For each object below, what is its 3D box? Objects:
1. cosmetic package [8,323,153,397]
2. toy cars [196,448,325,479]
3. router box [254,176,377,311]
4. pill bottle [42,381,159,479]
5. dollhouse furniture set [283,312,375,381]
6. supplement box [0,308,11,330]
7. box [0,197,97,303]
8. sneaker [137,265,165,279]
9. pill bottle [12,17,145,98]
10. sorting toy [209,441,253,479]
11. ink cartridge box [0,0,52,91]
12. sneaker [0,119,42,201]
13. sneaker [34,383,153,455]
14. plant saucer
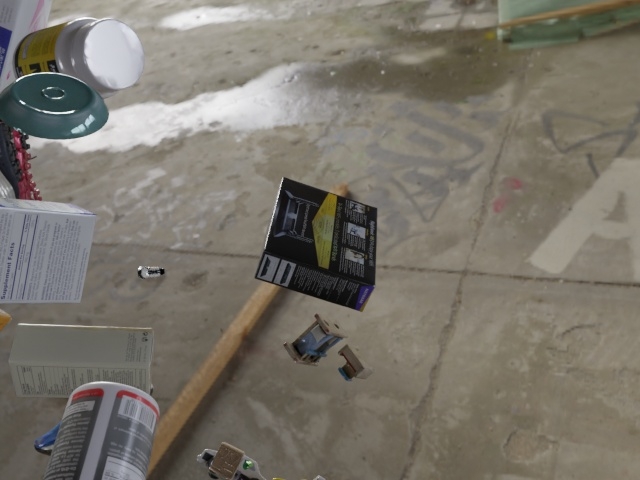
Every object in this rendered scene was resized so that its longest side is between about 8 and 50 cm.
[{"bbox_3d":[-0.557,0.290,1.630,0.309,0.160,0.113,5,46,-11],"label":"cosmetic package"},{"bbox_3d":[-0.098,0.510,1.445,0.393,0.176,0.087,6,53,40],"label":"toy cars"},{"bbox_3d":[0.000,0.000,1.527,0.242,0.081,0.309,18,35,-6],"label":"router box"},{"bbox_3d":[-0.370,0.393,1.128,0.161,0.161,0.283,-6,47,11],"label":"pill bottle"},{"bbox_3d":[0.021,0.307,1.801,0.129,0.129,0.184,-44,62,11],"label":"dollhouse furniture set"},{"bbox_3d":[-0.485,0.103,0.900,0.080,0.233,0.078,35,75,0],"label":"supplement box"},{"bbox_3d":[-0.378,0.013,0.890,0.072,0.126,0.137,21,11,42],"label":"box"},{"bbox_3d":[-0.519,0.096,2.105,0.043,0.040,0.109,-8,0,22],"label":"sneaker"},{"bbox_3d":[-0.364,-0.269,1.035,0.208,0.119,0.119,5,38,43],"label":"pill bottle"},{"bbox_3d":[-0.178,0.454,1.395,0.083,0.012,0.062,18,67,25],"label":"sorting toy"},{"bbox_3d":[-0.593,-0.500,1.406,0.071,0.324,0.330,21,26,-13],"label":"ink cartridge box"},{"bbox_3d":[-0.530,-0.074,1.132,0.111,0.300,0.121,-6,13,-1],"label":"sneaker"},{"bbox_3d":[-0.626,0.455,1.865,0.330,0.130,0.147,-35,74,-24],"label":"sneaker"},{"bbox_3d":[-0.296,-0.155,0.761,0.119,0.021,0.119,11,40,-9],"label":"plant saucer"}]
